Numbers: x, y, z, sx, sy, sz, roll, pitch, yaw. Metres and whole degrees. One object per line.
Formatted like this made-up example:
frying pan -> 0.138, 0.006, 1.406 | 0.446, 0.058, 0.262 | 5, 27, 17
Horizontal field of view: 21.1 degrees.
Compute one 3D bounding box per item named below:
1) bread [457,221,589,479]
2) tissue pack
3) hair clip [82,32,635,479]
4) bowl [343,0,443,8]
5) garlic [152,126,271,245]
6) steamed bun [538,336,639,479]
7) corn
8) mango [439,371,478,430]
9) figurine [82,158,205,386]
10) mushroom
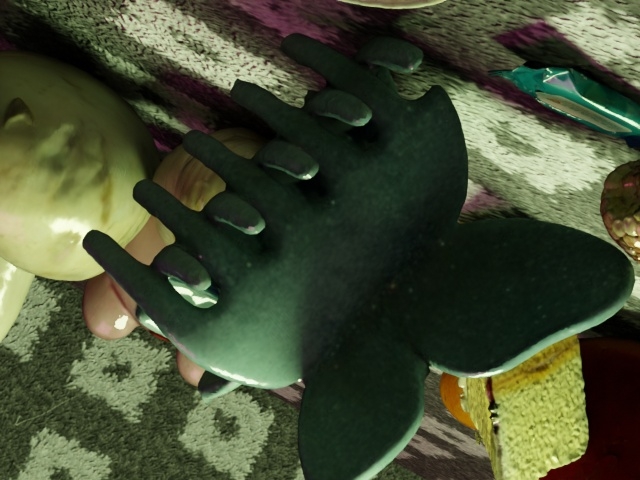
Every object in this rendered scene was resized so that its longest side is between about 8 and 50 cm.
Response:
bread -> 0.156, 0.111, 1.728 | 0.178, 0.135, 0.240 | 10, 114, 51
tissue pack -> 0.202, -0.105, 1.290 | 0.138, 0.028, 0.085 | 27, 171, -19
hair clip -> 0.000, 0.000, 1.429 | 0.238, 0.318, 0.392 | 51, 171, -33
bowl -> -0.015, -0.253, 0.892 | 0.277, 0.145, 0.277 | 26, 169, 6
garlic -> -0.072, -0.030, 1.836 | 0.228, 0.152, 0.228 | 24, 163, 8
steamed bun -> 0.363, 0.237, 1.807 | 0.379, 0.235, 0.248 | 19, 170, 37
corn -> 0.321, 0.018, 1.396 | 0.253, 0.086, 0.086 | 35, 165, -34
mango -> 0.242, 0.209, 2.242 | 0.141, 0.102, 0.217 | 29, 171, -36
figurine -> -0.139, 0.007, 2.050 | 0.269, 0.261, 0.211 | 29, 139, 0
mushroom -> -0.345, -0.037, 1.895 | 0.314, 0.336, 0.314 | 30, -170, -6
